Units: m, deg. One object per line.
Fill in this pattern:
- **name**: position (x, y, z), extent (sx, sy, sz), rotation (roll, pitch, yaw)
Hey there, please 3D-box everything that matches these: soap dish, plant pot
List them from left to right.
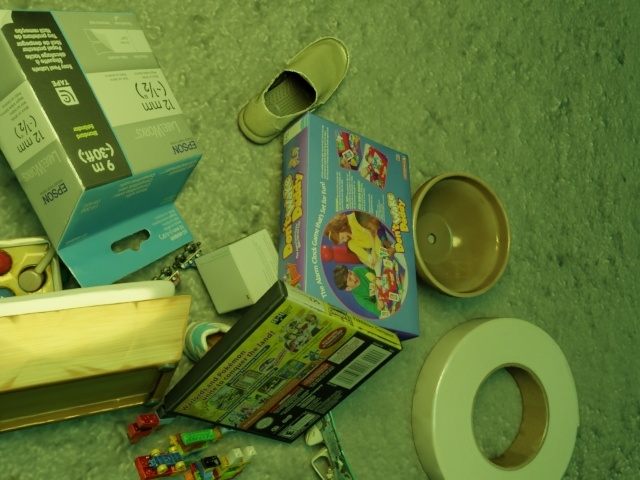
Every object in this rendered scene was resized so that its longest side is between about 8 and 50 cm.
- **soap dish**: position (-0.324, 0.158, 0.761), extent (0.290, 0.229, 0.118), rotation (-5, 62, -27)
- **plant pot**: position (0.245, -0.007, 1.135), extent (0.237, 0.109, 0.238), rotation (4, 82, -27)

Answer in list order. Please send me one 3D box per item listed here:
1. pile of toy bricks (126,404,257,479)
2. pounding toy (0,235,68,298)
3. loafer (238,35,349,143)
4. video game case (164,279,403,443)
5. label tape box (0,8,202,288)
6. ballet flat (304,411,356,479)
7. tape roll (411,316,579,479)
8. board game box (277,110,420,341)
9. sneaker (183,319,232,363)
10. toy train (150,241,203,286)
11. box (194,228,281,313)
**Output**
- **pile of toy bricks**: position (-0.212, 0.325, 0.877), extent (0.105, 0.118, 0.212), rotation (-49, 146, 17)
- **pounding toy**: position (-0.404, 0.043, 0.806), extent (0.141, 0.100, 0.130), rotation (-7, 88, -27)
- **loafer**: position (-0.029, -0.272, 1.033), extent (0.102, 0.092, 0.268), rotation (47, 67, -15)
- **video game case**: position (-0.052, 0.197, 0.879), extent (0.248, 0.035, 0.275), rotation (28, 117, -36)
- **label tape box**: position (-0.293, -0.134, 0.812), extent (0.348, 0.115, 0.249), rotation (63, 30, -6)
- **ballet flat**: position (0.008, 0.355, 1.006), extent (0.070, 0.070, 0.189), rotation (-20, 91, -27)
- **tape roll**: position (0.362, 0.349, 1.179), extent (0.391, 0.072, 0.393), rotation (3, 83, -26)
- **board game box**: position (0.049, -0.018, 0.987), extent (0.233, 0.078, 0.348), rotation (17, 61, -32)
- **sneaker**: position (-0.114, 0.205, 0.941), extent (0.228, 0.092, 0.088), rotation (32, 70, -22)
- **toy train**: position (-0.242, 0.062, 0.927), extent (0.158, 0.027, 0.036), rotation (-48, 109, -22)
- **box**: position (-0.125, 0.050, 0.935), extent (0.087, 0.101, 0.102), rotation (-30, 98, -47)
